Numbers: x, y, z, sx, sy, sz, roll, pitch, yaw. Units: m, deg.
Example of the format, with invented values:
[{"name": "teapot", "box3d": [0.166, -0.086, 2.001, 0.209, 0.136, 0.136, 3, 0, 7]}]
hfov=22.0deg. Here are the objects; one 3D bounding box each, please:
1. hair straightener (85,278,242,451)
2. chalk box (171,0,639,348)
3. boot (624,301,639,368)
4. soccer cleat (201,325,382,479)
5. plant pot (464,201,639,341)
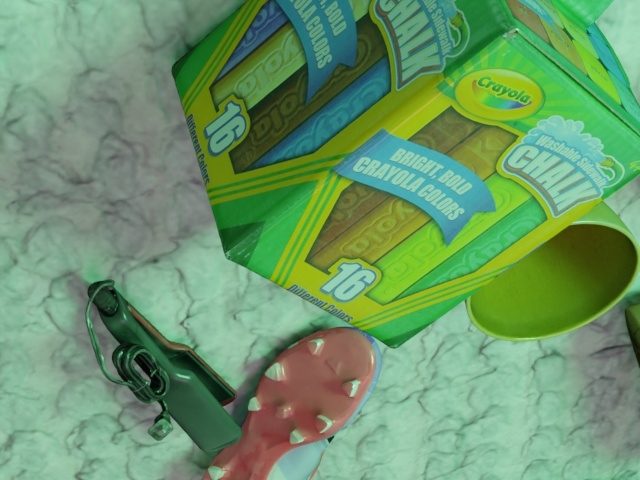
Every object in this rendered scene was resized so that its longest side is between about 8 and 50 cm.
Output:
[{"name": "hair straightener", "box3d": [-0.118, 0.104, 1.260, 0.047, 0.089, 0.230, -20, 141, 9]}, {"name": "chalk box", "box3d": [0.080, -0.101, 1.027, 0.289, 0.179, 0.180, -38, 137, 23]}, {"name": "boot", "box3d": [0.389, 0.104, 1.452, 0.203, 0.095, 0.262, -24, 138, 5]}, {"name": "soccer cleat", "box3d": [-0.019, 0.155, 1.380, 0.095, 0.083, 0.248, -15, 147, -54]}, {"name": "plant pot", "box3d": [0.160, -0.003, 1.235, 0.134, 0.095, 0.134, -11, 141, -9]}]
